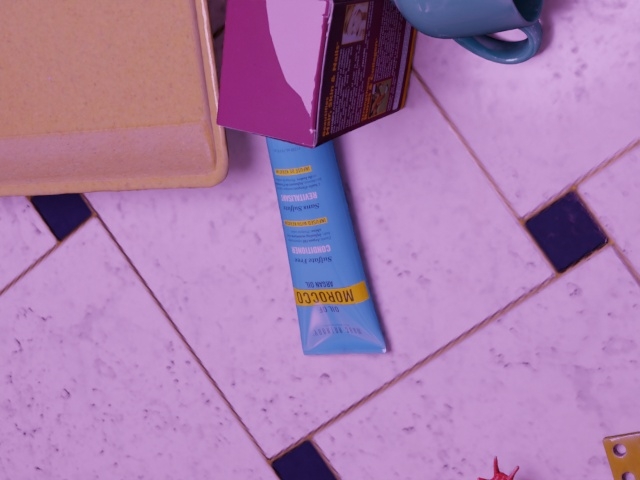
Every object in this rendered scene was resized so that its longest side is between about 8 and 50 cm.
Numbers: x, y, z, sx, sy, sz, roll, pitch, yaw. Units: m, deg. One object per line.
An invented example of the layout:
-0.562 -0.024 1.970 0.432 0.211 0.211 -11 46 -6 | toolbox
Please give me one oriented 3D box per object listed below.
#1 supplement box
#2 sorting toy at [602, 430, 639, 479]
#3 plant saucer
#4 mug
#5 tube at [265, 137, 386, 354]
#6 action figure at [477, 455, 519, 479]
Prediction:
0.003 -0.141 0.966 0.080 0.188 0.104 14 108 20 | supplement box
0.344 0.220 0.992 0.274 0.046 0.132 11 107 21 | sorting toy
-0.229 -0.209 1.110 0.332 0.081 0.333 -2 103 23 | plant saucer
0.100 -0.199 0.942 0.097 0.129 0.158 -6 100 25 | mug
0.000 0.000 1.087 0.080 0.052 0.207 -2 109 33 | tube
0.197 0.278 1.033 0.280 0.091 0.139 20 137 18 | action figure
